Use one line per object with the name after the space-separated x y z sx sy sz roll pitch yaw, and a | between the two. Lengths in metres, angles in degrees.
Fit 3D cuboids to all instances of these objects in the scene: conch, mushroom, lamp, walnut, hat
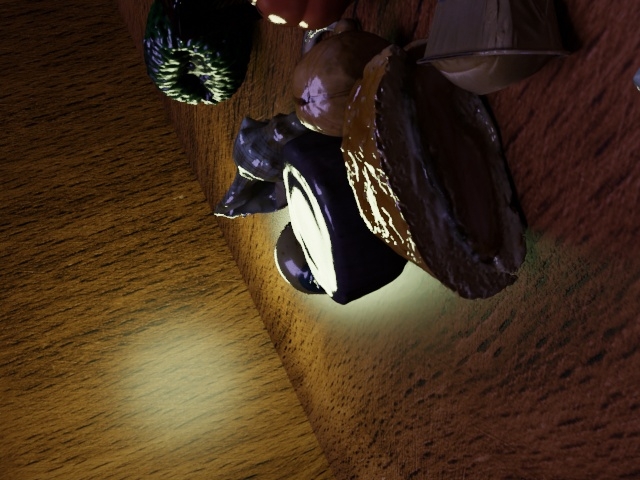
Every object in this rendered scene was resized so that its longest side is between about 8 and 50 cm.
-0.106 -0.167 1.671 0.203 0.169 0.386 34 148 -9 | conch
0.002 -0.337 1.322 0.306 0.043 0.068 -170 84 -74 | mushroom
-0.023 -0.382 1.043 0.164 0.188 0.187 -178 67 -76 | lamp
0.045 -0.221 1.083 0.144 0.180 0.144 20 117 46 | walnut
-0.271 -0.501 1.755 0.274 0.242 0.332 121 152 -63 | hat

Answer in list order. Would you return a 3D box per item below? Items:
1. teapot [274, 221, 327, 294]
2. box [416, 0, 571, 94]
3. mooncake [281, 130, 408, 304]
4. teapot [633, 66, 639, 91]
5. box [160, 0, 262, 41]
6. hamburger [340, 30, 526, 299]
0.000 0.000 1.561 0.182 0.173 0.269 109 167 -49 | teapot
0.173 -0.203 0.796 0.177 0.111 0.111 22 133 70 | box
0.044 -0.048 1.323 0.306 0.154 0.306 161 90 -80 | mooncake
0.280 -0.171 0.382 0.318 0.149 0.219 36 146 65 | teapot
-0.177 -0.531 1.230 0.115 0.264 0.415 102 145 -63 | box
0.126 -0.084 1.009 0.329 0.162 0.209 65 164 -9 | hamburger
